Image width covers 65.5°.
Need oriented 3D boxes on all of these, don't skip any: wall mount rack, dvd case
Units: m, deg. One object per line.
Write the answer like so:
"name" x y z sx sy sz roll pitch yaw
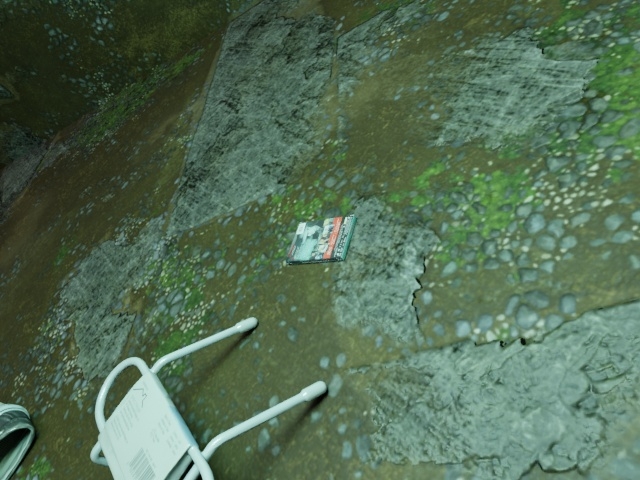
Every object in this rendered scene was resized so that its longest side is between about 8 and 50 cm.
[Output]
"wall mount rack" -0.172 0.253 0.697 0.304 0.130 0.350 -53 41 -6
"dvd case" 0.000 0.000 0.855 0.119 0.013 0.087 -6 52 34

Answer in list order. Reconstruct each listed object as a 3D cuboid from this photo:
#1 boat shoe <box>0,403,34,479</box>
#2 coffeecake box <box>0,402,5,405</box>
"boat shoe" -0.670 0.463 0.913 0.119 0.121 0.335 4 57 46
"coffeecake box" -0.777 0.381 1.022 0.142 0.185 0.068 -49 40 -7
